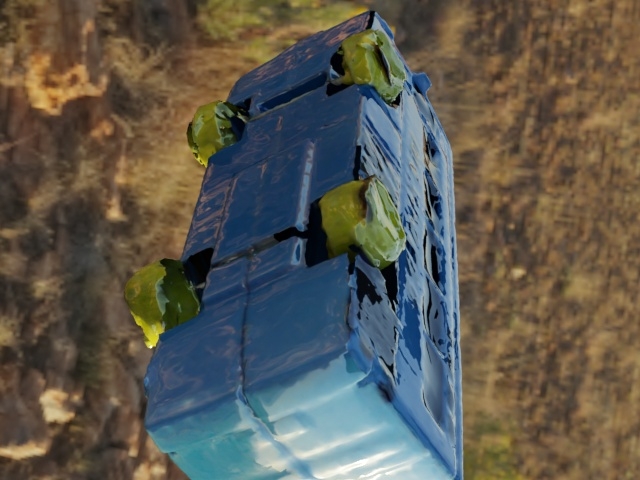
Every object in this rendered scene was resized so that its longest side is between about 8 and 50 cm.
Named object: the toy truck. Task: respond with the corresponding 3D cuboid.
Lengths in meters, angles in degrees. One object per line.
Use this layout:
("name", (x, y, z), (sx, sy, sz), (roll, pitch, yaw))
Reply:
("toy truck", (0.000, 0.000, 0.716), (0.162, 0.161, 0.385), (54, 23, -30))
